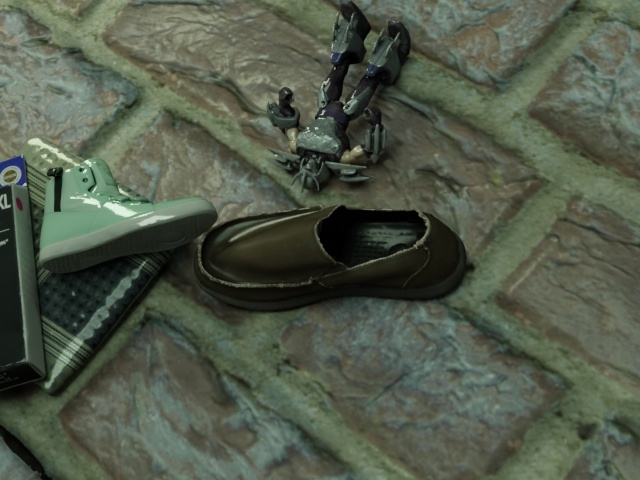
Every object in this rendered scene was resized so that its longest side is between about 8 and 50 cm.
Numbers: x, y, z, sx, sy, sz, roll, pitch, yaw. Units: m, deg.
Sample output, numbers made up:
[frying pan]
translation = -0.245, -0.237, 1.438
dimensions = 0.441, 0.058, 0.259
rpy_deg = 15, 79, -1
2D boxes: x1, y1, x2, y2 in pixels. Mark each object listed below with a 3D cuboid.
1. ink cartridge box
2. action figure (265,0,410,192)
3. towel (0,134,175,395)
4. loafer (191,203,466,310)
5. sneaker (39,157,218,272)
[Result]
[ink cartridge box]
translation = -0.485, 0.042, 1.763
dimensions = 0.175, 0.069, 0.371
rpy_deg = -18, 57, 7
[action figure]
translation = 0.024, -0.189, 1.781
dimensions = 0.185, 0.099, 0.285
rpy_deg = 18, 70, 15
[towel]
translation = -0.387, 0.028, 1.807
dimensions = 0.324, 0.056, 0.312
rpy_deg = 30, 75, 27
[loafer]
translation = 0.000, 0.000, 1.650
dimensions = 0.365, 0.130, 0.134
rpy_deg = -5, 58, 14
[sneaker]
translation = -0.267, -0.058, 1.724
dimensions = 0.256, 0.094, 0.151
rpy_deg = -13, 66, 13
